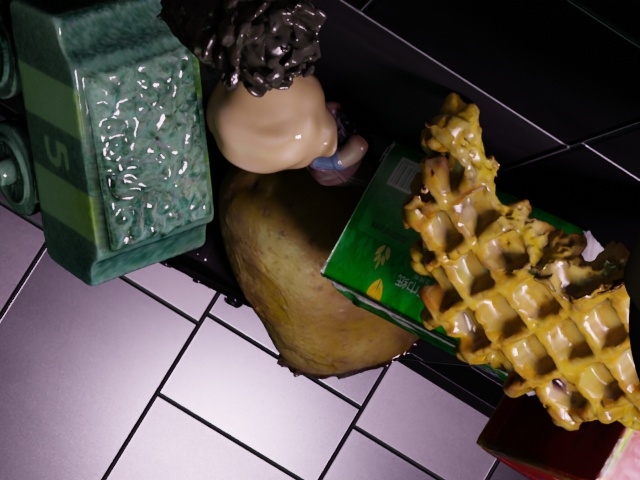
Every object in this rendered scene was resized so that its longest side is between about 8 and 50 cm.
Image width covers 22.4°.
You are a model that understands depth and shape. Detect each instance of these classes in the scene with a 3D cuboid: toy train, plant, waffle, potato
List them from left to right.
[{"bbox_3d":[-0.203,-0.117,1.470,0.238,0.167,0.299,30,133,47],"label":"toy train"},{"bbox_3d":[-0.059,-0.160,1.214,0.092,0.094,0.143,23,-174,-43],"label":"plant"},{"bbox_3d":[0.000,0.000,1.731,0.229,0.229,0.266,25,155,40],"label":"potato"},{"bbox_3d":[0.178,0.041,1.252,0.293,0.069,0.259,28,138,27],"label":"waffle"}]

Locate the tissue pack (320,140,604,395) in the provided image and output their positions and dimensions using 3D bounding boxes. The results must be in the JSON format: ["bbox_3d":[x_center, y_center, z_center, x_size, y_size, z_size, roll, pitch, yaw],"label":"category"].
[{"bbox_3d":[0.138,0.031,1.477,0.209,0.148,0.156,27,174,27],"label":"tissue pack"}]

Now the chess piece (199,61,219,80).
[{"bbox_3d":[-0.140,-0.177,1.564,0.103,0.067,0.067,9,158,48],"label":"chess piece"}]

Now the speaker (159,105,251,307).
[{"bbox_3d":[-0.138,-0.045,1.954,0.254,0.184,0.232,24,170,34],"label":"speaker"}]

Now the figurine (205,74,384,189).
[{"bbox_3d":[-0.011,-0.098,1.449,0.196,0.108,0.114,20,-139,-44],"label":"figurine"}]

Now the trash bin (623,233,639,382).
[{"bbox_3d":[0.307,0.065,0.796,0.334,0.214,0.214,21,168,30],"label":"trash bin"}]

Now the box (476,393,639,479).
[{"bbox_3d":[0.270,0.141,1.476,0.089,0.197,0.313,32,173,-11],"label":"box"}]
